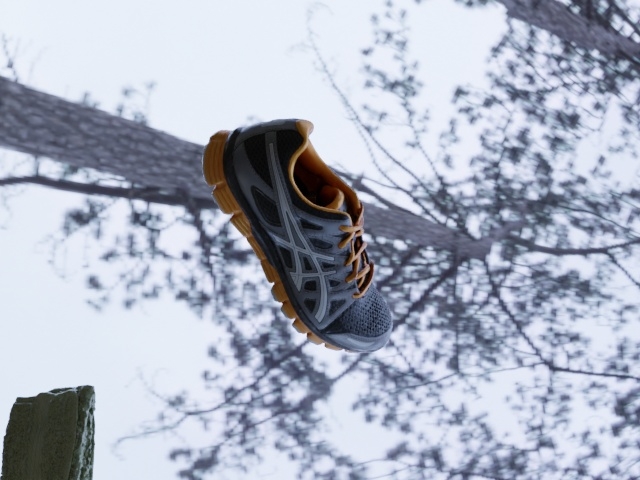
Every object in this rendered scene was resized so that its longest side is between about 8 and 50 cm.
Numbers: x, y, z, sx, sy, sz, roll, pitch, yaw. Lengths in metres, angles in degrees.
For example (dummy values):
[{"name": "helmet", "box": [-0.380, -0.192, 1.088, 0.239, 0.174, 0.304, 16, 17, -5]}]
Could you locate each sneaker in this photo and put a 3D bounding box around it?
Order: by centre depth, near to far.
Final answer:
[{"name": "sneaker", "box": [0.000, 0.000, 0.892, 0.083, 0.084, 0.215, -20, -60, 29]}]

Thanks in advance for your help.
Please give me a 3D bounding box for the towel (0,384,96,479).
[{"name": "towel", "box": [-0.213, 0.186, 0.919, 0.110, 0.027, 0.148, -19, -118, 42]}]
